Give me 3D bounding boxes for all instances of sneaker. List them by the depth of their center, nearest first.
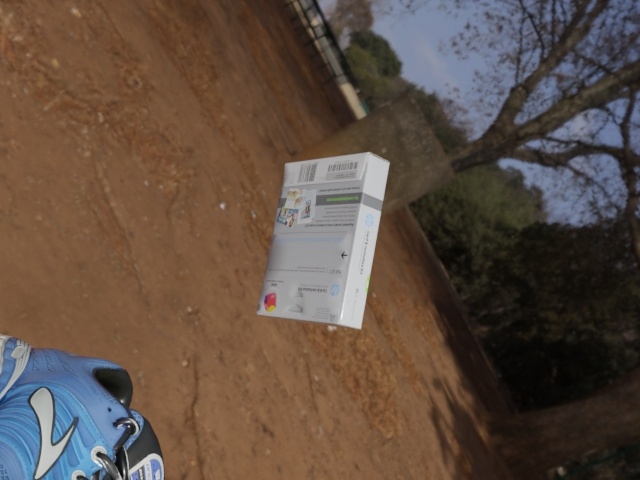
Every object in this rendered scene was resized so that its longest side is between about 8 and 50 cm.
[{"bbox_3d":[-0.170,0.152,0.429,0.330,0.147,0.129,-118,-146,-67],"label":"sneaker"}]

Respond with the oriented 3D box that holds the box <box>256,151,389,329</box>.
[{"bbox_3d":[0.000,0.000,0.781,0.038,0.145,0.186,20,76,-40],"label":"box"}]
